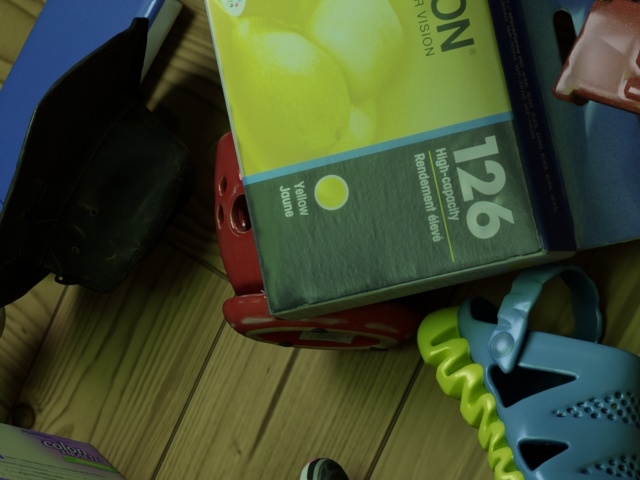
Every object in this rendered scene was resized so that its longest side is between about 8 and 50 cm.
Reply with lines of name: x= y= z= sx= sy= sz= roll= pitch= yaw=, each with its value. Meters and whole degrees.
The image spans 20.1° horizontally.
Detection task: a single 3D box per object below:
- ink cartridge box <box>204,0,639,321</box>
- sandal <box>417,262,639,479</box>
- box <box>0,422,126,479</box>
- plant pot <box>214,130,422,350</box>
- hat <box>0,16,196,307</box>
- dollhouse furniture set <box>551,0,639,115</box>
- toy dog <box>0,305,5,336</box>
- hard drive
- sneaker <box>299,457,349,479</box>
ink cartridge box: x=0.079 y=-0.117 z=1.397 sx=0.307 sy=0.072 sz=0.303 roll=-14 pitch=82 yaw=16
sandal: x=0.191 y=0.130 z=1.355 sx=0.138 sy=0.126 sz=0.317 roll=-47 pitch=50 yaw=18
box: x=-0.261 y=0.277 z=1.678 sx=0.243 sy=0.213 sz=0.117 roll=36 pitch=102 yaw=45
plant pot: x=0.000 y=0.000 z=1.536 sx=0.191 sy=0.191 sz=0.174 roll=-6 pitch=75 yaw=43
hat: x=-0.201 y=-0.044 z=1.752 sx=0.134 sy=0.331 sz=0.331 roll=30 pitch=99 yaw=7
dollhouse furniture set: x=0.370 y=-0.097 z=1.207 sx=0.374 sy=0.201 sz=0.152 roll=23 pitch=92 yaw=40
toy dog: x=-0.433 y=0.172 z=1.877 sx=0.161 sy=0.220 sz=0.334 roll=27 pitch=103 yaw=47
hard drive: x=-0.280 y=-0.157 z=1.961 sx=0.319 sy=0.040 sz=0.210 roll=-60 pitch=39 yaw=11
sneaker: x=0.042 y=0.245 z=1.502 sx=0.075 sy=0.063 sz=0.170 roll=-43 pitch=55 yaw=26
